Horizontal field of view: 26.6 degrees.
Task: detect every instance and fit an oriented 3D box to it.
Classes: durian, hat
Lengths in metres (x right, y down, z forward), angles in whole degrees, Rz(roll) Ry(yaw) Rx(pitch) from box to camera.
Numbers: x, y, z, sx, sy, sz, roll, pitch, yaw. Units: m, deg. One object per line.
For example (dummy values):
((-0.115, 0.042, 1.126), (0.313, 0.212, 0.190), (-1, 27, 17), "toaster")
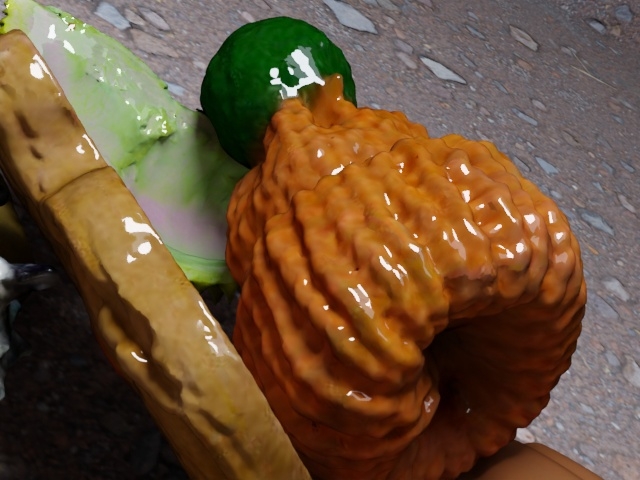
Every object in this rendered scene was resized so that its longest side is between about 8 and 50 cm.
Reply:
((-0.143, -0.056, 1.180), (0.356, 0.169, 0.157), (28, 7, -29), "durian")
((0.000, 0.000, 1.079), (0.285, 0.285, 0.400), (-1, 36, -50), "hat")

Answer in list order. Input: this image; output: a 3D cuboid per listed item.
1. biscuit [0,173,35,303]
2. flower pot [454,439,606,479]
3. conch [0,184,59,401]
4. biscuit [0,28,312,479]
((-0.379, -0.036, 1.027), (0.359, 0.046, 0.359), (27, 30, -17), "biscuit")
((0.180, 0.257, 1.086), (0.191, 0.190, 0.173), (13, 24, -38), "flower pot")
((-0.302, 0.051, 0.800), (0.241, 0.186, 0.313), (26, 48, -3), "conch")
((-0.106, 0.069, 0.920), (0.455, 0.078, 0.349), (53, -6, 28), "biscuit")
